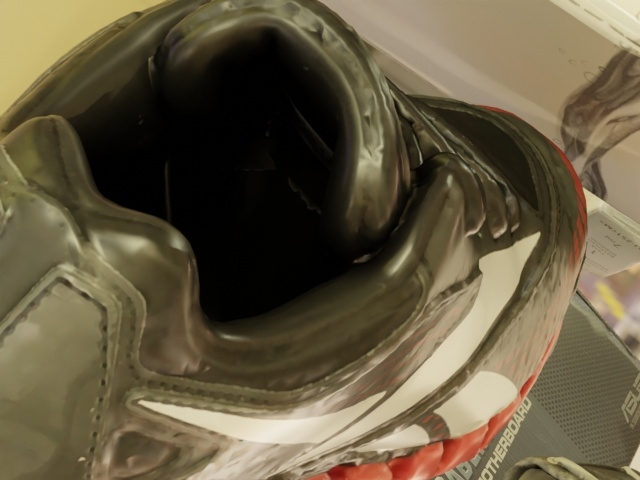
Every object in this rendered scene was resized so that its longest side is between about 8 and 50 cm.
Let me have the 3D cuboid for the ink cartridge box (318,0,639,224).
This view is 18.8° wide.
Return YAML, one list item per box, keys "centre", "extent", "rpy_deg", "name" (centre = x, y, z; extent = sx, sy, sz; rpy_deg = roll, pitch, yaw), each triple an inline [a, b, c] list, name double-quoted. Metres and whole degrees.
- centre: [0.122, -0.121, 0.592]
  extent: [0.207, 0.283, 0.117]
  rpy_deg: [-55, 180, -17]
  name: "ink cartridge box"

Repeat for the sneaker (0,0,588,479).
- centre: [0.000, 0.000, 0.448]
  extent: [0.276, 0.097, 0.135]
  rpy_deg: [-21, 149, -52]
  name: "sneaker"

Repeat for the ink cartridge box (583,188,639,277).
- centre: [0.245, -0.099, 1.361]
  extent: [0.275, 0.060, 0.239]
  rpy_deg: [-58, -176, -13]
  name: "ink cartridge box"

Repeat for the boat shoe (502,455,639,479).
- centre: [0.115, 0.144, 0.661]
  extent: [0.070, 0.219, 0.078]
  rpy_deg: [21, 105, -21]
  name: "boat shoe"

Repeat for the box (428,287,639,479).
- centre: [0.071, 0.086, 0.988]
  extent: [0.059, 0.183, 0.233]
  rpy_deg: [-36, -170, 39]
  name: "box"
